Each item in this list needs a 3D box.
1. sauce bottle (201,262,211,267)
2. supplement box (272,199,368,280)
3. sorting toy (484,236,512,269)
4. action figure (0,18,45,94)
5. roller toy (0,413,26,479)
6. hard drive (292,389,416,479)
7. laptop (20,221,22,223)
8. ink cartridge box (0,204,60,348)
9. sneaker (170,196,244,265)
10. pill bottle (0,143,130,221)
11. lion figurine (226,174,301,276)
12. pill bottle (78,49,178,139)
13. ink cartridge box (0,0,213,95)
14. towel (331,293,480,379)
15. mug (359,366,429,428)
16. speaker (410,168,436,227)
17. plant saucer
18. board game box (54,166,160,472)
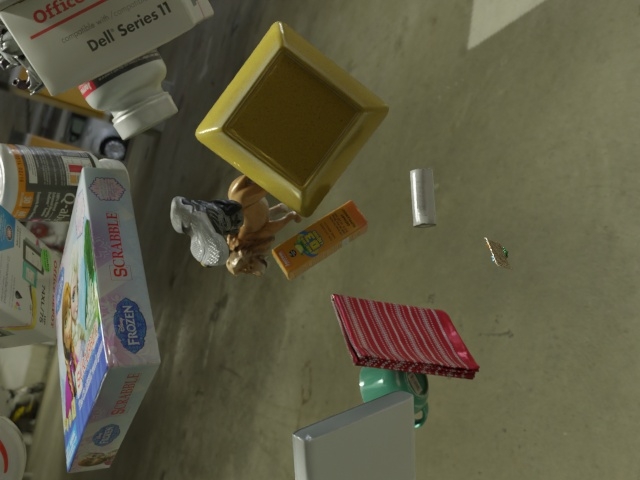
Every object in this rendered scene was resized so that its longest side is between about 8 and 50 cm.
[{"bbox_3d":[-0.338,0.063,1.864,0.128,0.042,0.042,175,109,-71],"label":"sauce bottle"},{"bbox_3d":[0.000,0.000,1.491,0.078,0.234,0.080,55,174,13],"label":"supplement box"},{"bbox_3d":[0.324,0.027,1.103,0.012,0.083,0.062,-36,60,29],"label":"sorting toy"},{"bbox_3d":[-0.581,-0.369,1.153,0.285,0.099,0.185,39,155,59],"label":"action figure"},{"bbox_3d":[-0.627,0.402,1.091,0.191,0.209,0.146,-39,5,-27],"label":"roller toy"},{"bbox_3d":[0.067,0.453,1.024,0.047,0.233,0.352,11,107,52],"label":"hard drive"},{"bbox_3d":[-0.798,-0.045,1.490,0.264,0.235,0.136,-54,-30,-83],"label":"laptop"},{"bbox_3d":[-0.663,0.084,1.199,0.270,0.197,0.198,86,176,-67],"label":"ink cartridge box"},{"bbox_3d":[-0.234,-0.032,1.414,0.269,0.153,0.101,40,127,46],"label":"sneaker"},{"bbox_3d":[-0.575,-0.121,1.342,0.162,0.279,0.162,1,92,42],"label":"pill bottle"},{"bbox_3d":[-0.182,-0.083,1.670,0.142,0.240,0.392,41,152,41],"label":"lion figurine"},{"bbox_3d":[-0.424,-0.374,1.237,0.176,0.318,0.176,-27,14,7],"label":"pill bottle"},{"bbox_3d":[-0.270,-0.299,0.811,0.207,0.119,0.353,-24,22,6],"label":"ink cartridge box"},{"bbox_3d":[0.168,0.187,1.227,0.198,0.275,0.031,-111,38,-53],"label":"towel"},{"bbox_3d":[0.166,0.296,1.239,0.097,0.158,0.129,-29,45,36],"label":"mug"},{"bbox_3d":[0.243,-0.101,1.450,0.055,0.055,0.136,161,108,-63],"label":"speaker"},{"bbox_3d":[-0.062,-0.271,1.384,0.332,0.333,0.081,-53,7,4],"label":"plant saucer"},{"bbox_3d":[-0.322,0.117,0.881,0.318,0.066,0.317,-57,42,40],"label":"board game box"}]
